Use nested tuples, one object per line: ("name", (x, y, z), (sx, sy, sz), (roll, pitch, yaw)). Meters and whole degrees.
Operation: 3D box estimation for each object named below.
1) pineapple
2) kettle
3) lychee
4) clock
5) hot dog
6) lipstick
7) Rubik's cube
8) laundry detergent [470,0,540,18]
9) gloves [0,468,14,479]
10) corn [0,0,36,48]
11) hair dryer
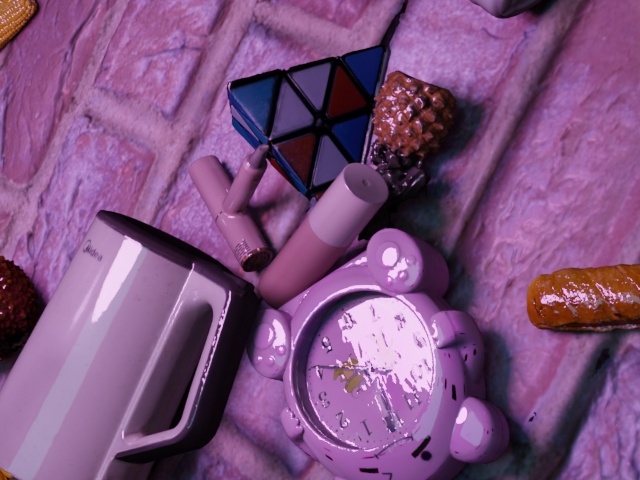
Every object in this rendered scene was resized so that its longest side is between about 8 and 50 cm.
("pineapple", (0.098, -0.105, 1.507), (0.119, 0.111, 0.237), (-130, 60, -72))
("kettle", (-0.266, 0.181, 1.561), (0.361, 0.250, 0.376), (26, 90, 47))
("lychee", (-0.544, 0.107, 1.798), (0.188, 0.188, 0.188), (-7, 75, 30))
("clock", (0.077, 0.179, 1.446), (0.295, 0.113, 0.322), (-34, 65, 20))
("hot dog", (0.380, 0.062, 1.323), (0.286, 0.061, 0.087), (-11, 62, 27))
("lipstick", (0.000, 0.000, 1.494), (0.254, 0.070, 0.070), (-51, 55, 43))
("Rubik's cube", (-0.001, -0.208, 1.614), (0.234, 0.284, 0.250), (-43, 25, -6))
("laundry detergent", (0.217, -0.507, 1.511), (0.264, 0.125, 0.398), (-45, 59, 16))
("gloves", (-0.598, 0.349, 1.826), (0.294, 0.116, 0.133), (47, 111, 23))
("corn", (-0.593, -0.374, 1.997), (0.206, 0.067, 0.067), (-36, 63, 20))
("hair dryer", (-0.123, -0.093, 1.590), (0.195, 0.054, 0.220), (58, 153, 28))
